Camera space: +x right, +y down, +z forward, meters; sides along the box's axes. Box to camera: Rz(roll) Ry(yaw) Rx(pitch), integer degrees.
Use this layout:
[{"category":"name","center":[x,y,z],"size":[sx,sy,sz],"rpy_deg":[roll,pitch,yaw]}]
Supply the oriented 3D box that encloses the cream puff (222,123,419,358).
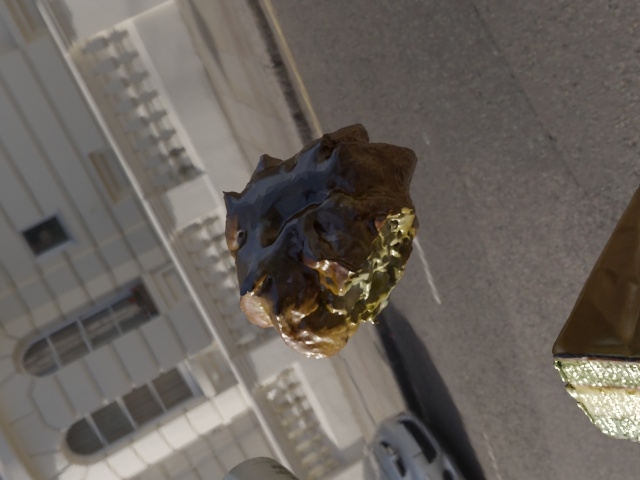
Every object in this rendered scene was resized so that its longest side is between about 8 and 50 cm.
[{"category":"cream puff","center":[0.000,0.000,0.905],"size":[0.155,0.241,0.269],"rpy_deg":[30,-125,-49]}]

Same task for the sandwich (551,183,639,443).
[{"category":"sandwich","center":[0.223,0.033,0.452],"size":[0.113,0.163,0.079],"rpy_deg":[-1,133,50]}]

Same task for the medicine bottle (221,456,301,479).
[{"category":"medicine bottle","center":[-0.018,0.156,0.423],"size":[0.089,0.052,0.052],"rpy_deg":[21,141,54]}]
